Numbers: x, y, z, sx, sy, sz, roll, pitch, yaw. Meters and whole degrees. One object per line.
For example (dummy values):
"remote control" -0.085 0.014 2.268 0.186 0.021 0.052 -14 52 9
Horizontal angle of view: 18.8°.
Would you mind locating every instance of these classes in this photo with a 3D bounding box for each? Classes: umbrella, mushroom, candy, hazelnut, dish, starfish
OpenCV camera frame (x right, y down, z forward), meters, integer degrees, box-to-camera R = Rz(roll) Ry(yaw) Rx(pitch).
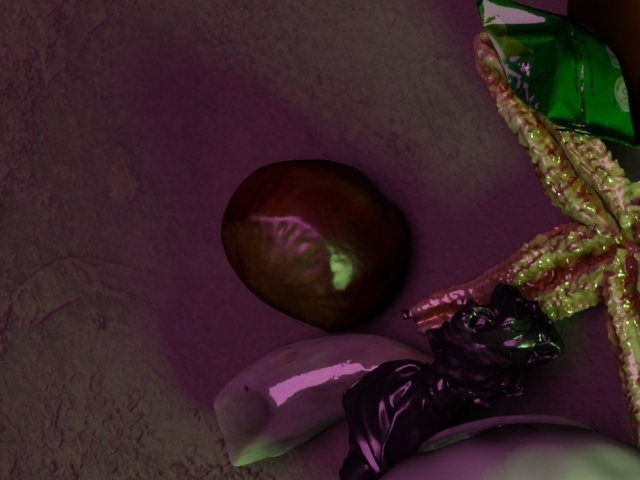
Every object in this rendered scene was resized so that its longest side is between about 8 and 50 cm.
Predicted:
"umbrella" 0.116 0.153 1.930 0.122 0.110 0.272 39 112 -13
"mushroom" 0.017 0.155 2.044 0.270 0.103 0.118 -16 101 21
"candy" 0.233 -0.171 1.873 0.078 0.141 0.203 -57 48 38
"hazelnut" -0.005 0.006 2.056 0.201 0.160 0.170 39 107 -11
"dish" 0.183 0.239 1.853 0.324 0.324 0.124 -17 62 23
"starfish" 0.248 0.026 1.946 0.432 0.082 0.324 42 121 26

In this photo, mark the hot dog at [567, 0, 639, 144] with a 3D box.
"hot dog" 0.342 -0.268 1.909 0.194 0.107 0.326 43 131 49
